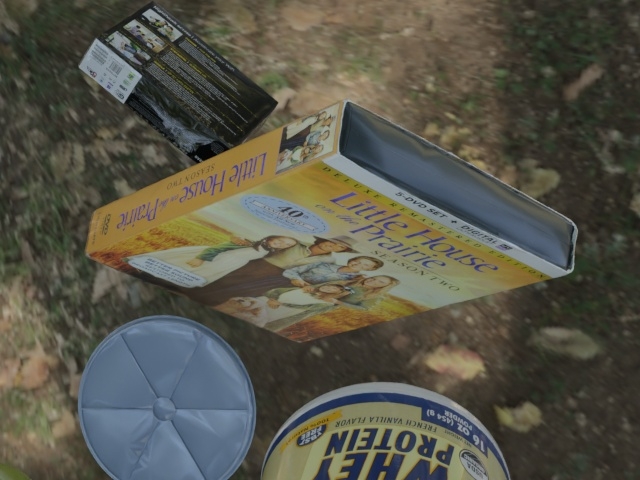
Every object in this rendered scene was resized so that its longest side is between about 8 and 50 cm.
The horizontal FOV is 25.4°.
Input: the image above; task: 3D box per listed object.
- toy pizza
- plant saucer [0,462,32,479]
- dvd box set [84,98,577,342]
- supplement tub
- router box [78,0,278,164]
[{"bbox_3d":[-0.164,0.179,1.529,0.201,0.032,0.201,1,94,13],"label":"toy pizza"},{"bbox_3d":[-0.439,0.359,1.678,0.241,0.241,0.037,-34,137,-6],"label":"plant saucer"},{"bbox_3d":[0.000,0.000,1.437,0.308,0.420,0.062,25,63,-34],"label":"dvd box set"},{"bbox_3d":[0.048,0.289,1.173,0.228,0.316,0.228,2,119,4],"label":"supplement tub"},{"bbox_3d":[-0.145,-0.162,1.482,0.179,0.133,0.046,40,124,0],"label":"router box"}]
